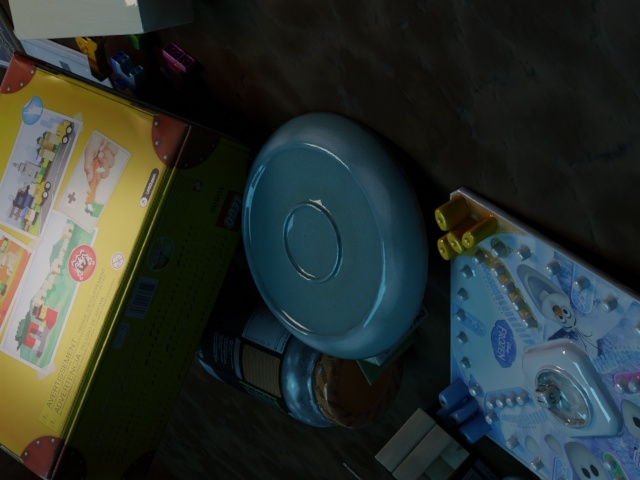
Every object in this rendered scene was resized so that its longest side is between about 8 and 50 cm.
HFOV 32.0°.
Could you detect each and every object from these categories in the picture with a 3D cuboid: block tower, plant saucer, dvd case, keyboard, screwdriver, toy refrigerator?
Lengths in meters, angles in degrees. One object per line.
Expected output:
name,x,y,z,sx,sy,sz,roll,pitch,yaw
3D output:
block tower,0.149,0.303,1.596,0.091,0.097,0.335,43,179,12
plant saucer,0.000,0.000,1.392,0.317,0.043,0.318,16,113,43
dvd case,-0.591,-0.392,1.964,0.164,0.018,0.221,21,146,43
keyboard,-0.425,-0.298,1.851,0.256,0.014,0.072,26,154,39
screwdriver,0.108,0.493,2.200,0.170,0.025,0.024,45,158,25
toy refrigerator,-0.284,-0.316,1.421,0.269,0.094,0.102,6,112,43

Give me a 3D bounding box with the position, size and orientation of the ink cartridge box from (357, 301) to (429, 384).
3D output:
ink cartridge box,0.076,0.095,1.517,0.062,0.109,0.209,12,139,53

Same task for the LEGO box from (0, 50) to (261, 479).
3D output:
LEGO box,-0.341,0.035,1.565,0.372,0.500,0.193,24,-176,34

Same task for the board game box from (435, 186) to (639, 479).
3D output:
board game box,0.276,0.180,1.275,0.390,0.050,0.390,37,146,38

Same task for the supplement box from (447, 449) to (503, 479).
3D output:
supplement box,0.222,0.410,1.798,0.104,0.081,0.188,46,155,0

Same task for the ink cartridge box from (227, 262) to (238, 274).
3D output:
ink cartridge box,-0.244,0.087,1.943,0.127,0.175,0.072,35,154,24

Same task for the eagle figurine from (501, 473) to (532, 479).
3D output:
eagle figurine,0.280,0.506,1.666,0.226,0.225,0.298,32,150,-3

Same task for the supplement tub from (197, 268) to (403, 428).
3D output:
supplement tub,-0.035,0.165,1.703,0.316,0.193,0.194,18,144,47

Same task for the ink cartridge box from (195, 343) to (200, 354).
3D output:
ink cartridge box,-0.250,0.015,1.779,0.119,0.354,0.207,9,163,-17

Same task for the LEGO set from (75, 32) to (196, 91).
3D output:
LEGO set,-0.284,-0.262,1.582,0.227,0.087,0.093,39,155,19

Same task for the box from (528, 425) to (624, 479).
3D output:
box,0.361,0.283,1.401,0.216,0.060,0.270,53,155,-15

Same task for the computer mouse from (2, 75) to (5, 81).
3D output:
computer mouse,-0.504,-0.177,2.105,0.188,0.072,0.272,34,141,30
